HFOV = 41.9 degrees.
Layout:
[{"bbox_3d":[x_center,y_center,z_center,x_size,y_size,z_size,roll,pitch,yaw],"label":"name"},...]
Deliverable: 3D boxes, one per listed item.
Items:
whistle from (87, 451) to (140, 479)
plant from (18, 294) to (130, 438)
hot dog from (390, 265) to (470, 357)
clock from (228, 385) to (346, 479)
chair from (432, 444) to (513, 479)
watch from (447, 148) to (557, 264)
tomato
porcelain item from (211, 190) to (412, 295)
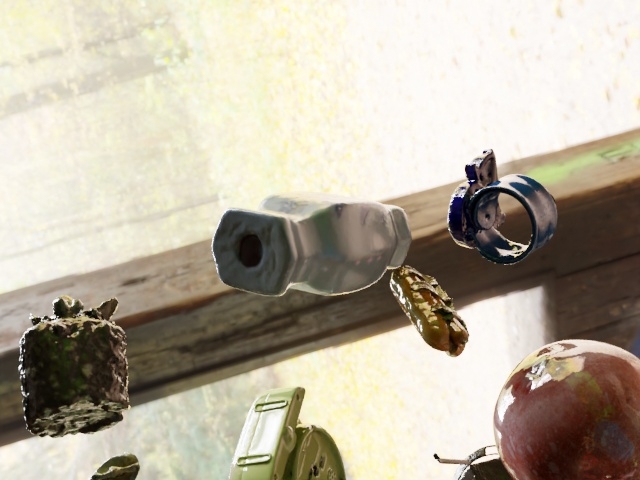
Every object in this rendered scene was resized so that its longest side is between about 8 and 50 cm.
[{"bbox_3d":[-0.339,0.389,1.275,0.326,0.068,0.057,-50,56,54],"label":"whistle"},{"bbox_3d":[-0.513,0.236,1.736,0.213,0.215,0.312,124,143,-51],"label":"plant"},{"bbox_3d":[0.209,0.129,1.566,0.072,0.109,0.269,-57,30,16],"label":"hot dog"},{"bbox_3d":[-0.033,0.413,1.392,0.235,0.096,0.308,-75,-35,-49],"label":"clock"},{"bbox_3d":[0.283,0.458,1.509,0.174,0.213,0.149,62,144,42],"label":"chair"},{"bbox_3d":[0.375,-0.058,1.705,0.200,0.171,0.196,14,127,40],"label":"watch"},{"bbox_3d":[0.390,0.268,1.268,0.227,0.270,0.270,53,177,-18],"label":"tomato"},{"bbox_3d":[0.000,0.000,1.593,0.243,0.405,0.178,10,102,37],"label":"porcelain item"}]
